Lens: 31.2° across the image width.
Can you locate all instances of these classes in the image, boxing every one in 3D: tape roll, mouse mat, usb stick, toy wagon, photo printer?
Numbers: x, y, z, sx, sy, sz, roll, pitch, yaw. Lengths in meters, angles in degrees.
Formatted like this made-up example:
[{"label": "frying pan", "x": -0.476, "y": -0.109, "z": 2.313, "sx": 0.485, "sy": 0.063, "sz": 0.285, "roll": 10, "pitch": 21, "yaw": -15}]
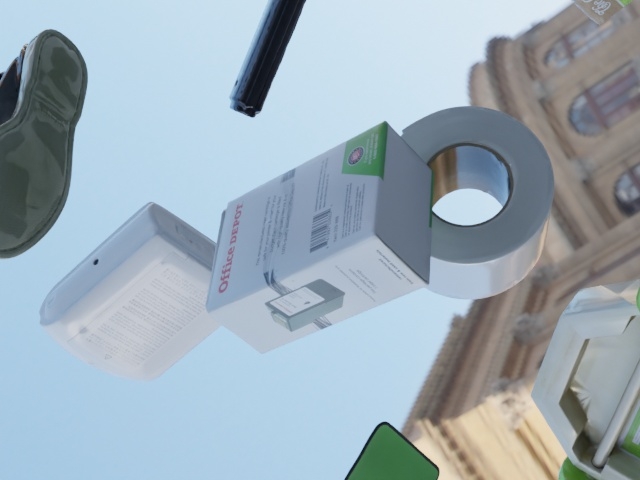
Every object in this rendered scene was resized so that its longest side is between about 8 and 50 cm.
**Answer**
[{"label": "tape roll", "x": 0.215, "y": -0.052, "z": 1.680, "sx": 0.169, "sy": 0.246, "sz": 0.246, "roll": 69, "pitch": 178, "yaw": -68}, {"label": "mouse mat", "x": 0.064, "y": 0.327, "z": 1.387, "sx": 0.007, "sy": 0.190, "sz": 0.152, "roll": 19, "pitch": 160, "yaw": 48}, {"label": "usb stick", "x": -0.054, "y": -0.298, "z": 1.519, "sx": 0.045, "sy": 0.278, "sz": 0.077, "roll": 20, "pitch": -175, "yaw": -23}, {"label": "toy wagon", "x": 0.334, "y": 0.169, "z": 0.898, "sx": 0.344, "sy": 0.267, "sz": 0.068, "roll": 29, "pitch": -130, "yaw": 19}, {"label": "photo printer", "x": -0.300, "y": 0.104, "z": 1.939, "sx": 0.256, "sy": 0.307, "sz": 0.107, "roll": 36, "pitch": -157, "yaw": -37}]

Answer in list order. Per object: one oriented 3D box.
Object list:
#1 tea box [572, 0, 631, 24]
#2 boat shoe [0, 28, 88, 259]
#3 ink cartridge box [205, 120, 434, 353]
[{"label": "tea box", "x": 0.315, "y": -0.459, "z": 1.233, "sx": 0.329, "sy": 0.323, "sz": 0.220, "roll": 18, "pitch": -139, "yaw": -52}, {"label": "boat shoe", "x": -0.370, "y": -0.105, "z": 1.347, "sx": 0.127, "sy": 0.113, "sz": 0.340, "roll": 40, "pitch": -139, "yaw": -41}, {"label": "ink cartridge box", "x": 0.000, "y": 0.000, "z": 1.540, "sx": 0.121, "sy": 0.289, "sz": 0.211, "roll": 42, "pitch": -141, "yaw": -33}]
